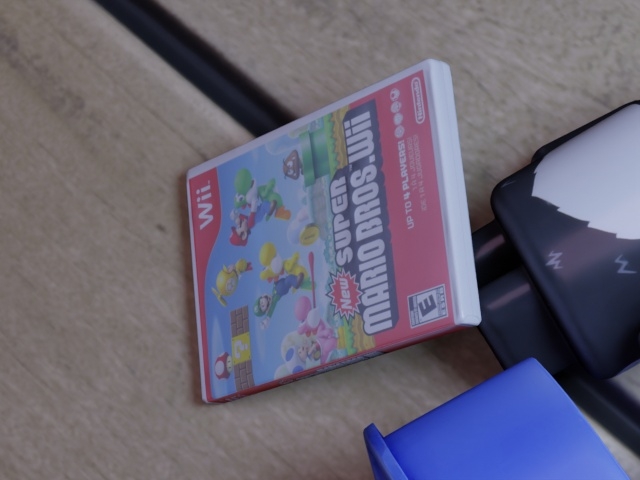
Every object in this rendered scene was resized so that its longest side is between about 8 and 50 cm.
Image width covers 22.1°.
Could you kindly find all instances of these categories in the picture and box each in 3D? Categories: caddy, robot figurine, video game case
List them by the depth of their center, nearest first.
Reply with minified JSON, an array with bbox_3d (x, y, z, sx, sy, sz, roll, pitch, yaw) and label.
[{"bbox_3d":[0.154,0.249,1.128,0.179,0.241,0.341,-35,68,-1],"label":"caddy"},{"bbox_3d":[0.235,-0.009,1.209,0.278,0.173,0.209,-30,76,6],"label":"robot figurine"},{"bbox_3d":[0.000,0.000,1.276,0.285,0.025,0.204,-21,67,42],"label":"video game case"}]
